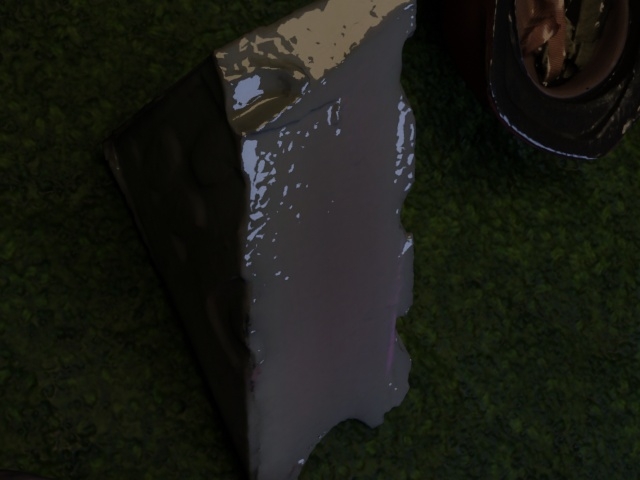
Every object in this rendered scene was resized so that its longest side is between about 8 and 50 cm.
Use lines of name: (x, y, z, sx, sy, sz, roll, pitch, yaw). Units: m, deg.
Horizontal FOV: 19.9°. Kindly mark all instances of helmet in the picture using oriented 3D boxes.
helmet: (0.169, -0.199, 1.436, 0.198, 0.154, 0.253, 24, 85, -36)

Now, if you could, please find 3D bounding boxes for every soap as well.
soap: (0.000, 0.000, 1.234, 0.159, 0.258, 0.302, -27, 90, -31)

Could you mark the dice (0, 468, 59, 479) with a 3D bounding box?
dice: (-0.155, 0.307, 1.064, 0.271, 0.270, 0.270, 33, 64, -17)
